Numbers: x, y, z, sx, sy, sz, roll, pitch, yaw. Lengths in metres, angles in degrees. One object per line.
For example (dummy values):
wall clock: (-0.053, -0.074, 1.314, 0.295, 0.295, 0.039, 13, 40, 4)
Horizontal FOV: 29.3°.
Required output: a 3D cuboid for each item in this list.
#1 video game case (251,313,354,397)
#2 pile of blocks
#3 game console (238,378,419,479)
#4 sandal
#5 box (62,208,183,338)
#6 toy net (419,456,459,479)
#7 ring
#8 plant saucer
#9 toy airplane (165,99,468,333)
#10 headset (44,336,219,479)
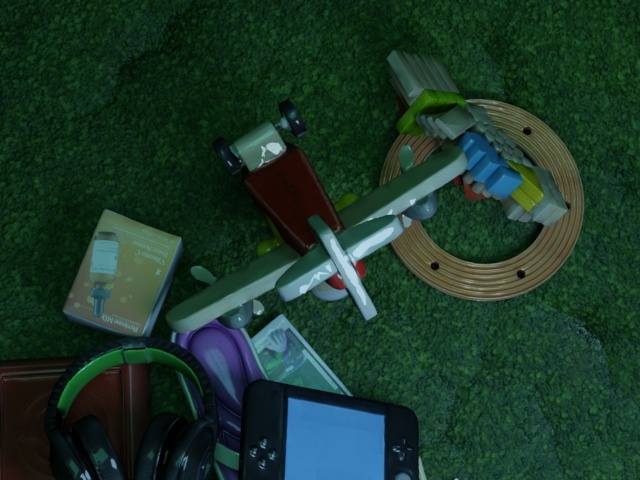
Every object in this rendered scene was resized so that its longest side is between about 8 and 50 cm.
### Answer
video game case: (-0.064, 0.238, 1.886, 0.173, 0.022, 0.190, -40, 83, -11)
pile of blocks: (0.216, -0.136, 1.908, 0.362, 0.113, 0.149, 47, 36, 9)
game console: (0.050, 0.318, 1.697, 0.293, 0.173, 0.250, 14, 64, -26)
sandal: (-0.101, 0.281, 1.801, 0.169, 0.102, 0.416, -34, 75, -10)
box: (-0.300, 0.060, 1.876, 0.130, 0.091, 0.170, 19, 76, 0)
toy net: (0.126, 0.378, 1.856, 0.232, 0.045, 0.122, 30, 76, 3)
ring: (0.259, -0.066, 1.977, 0.336, 0.032, 0.337, 1, 76, -5)
plant saucer: (-0.381, 0.288, 1.812, 0.258, 0.048, 0.259, -3, 66, -5)
toy airplane: (0.000, 0.000, 1.807, 0.386, 0.272, 0.384, 2, 50, 27)
headset: (-0.264, 0.328, 1.725, 0.243, 0.185, 0.394, -4, 52, 1)
